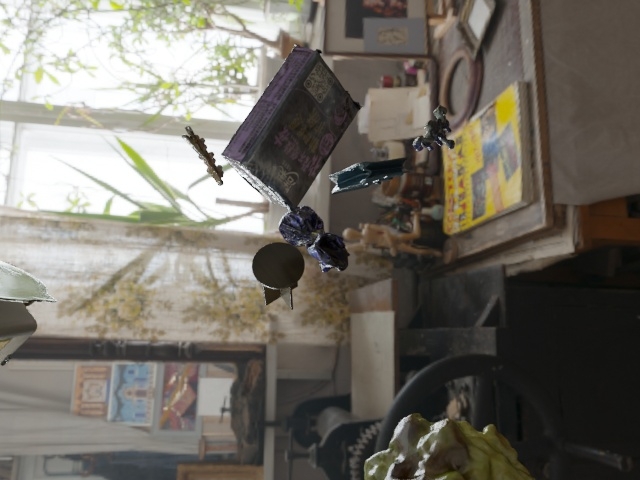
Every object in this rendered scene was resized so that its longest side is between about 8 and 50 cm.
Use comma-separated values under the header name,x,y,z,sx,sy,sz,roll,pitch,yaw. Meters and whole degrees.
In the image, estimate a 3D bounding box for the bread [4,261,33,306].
name,x,y,z,sx,sy,sz,roll,pitch,yaw
bread,-0.759,0.106,1.448,0.044,0.126,0.129,-42,12,10

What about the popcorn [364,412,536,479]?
name,x,y,z,sx,sy,sz,roll,pitch,yaw
popcorn,0.239,0.451,0.975,0.312,0.312,0.312,-177,90,-78

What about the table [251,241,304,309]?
name,x,y,z,sx,sy,sz,roll,pitch,yaw
table,-0.133,0.134,1.914,0.226,0.167,0.167,91,176,-59

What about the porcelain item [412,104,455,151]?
name,x,y,z,sx,sy,sz,roll,pitch,yaw
porcelain item,0.239,-0.208,1.156,0.136,0.075,0.021,-55,9,-34

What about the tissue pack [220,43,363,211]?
name,x,y,z,sx,sy,sz,roll,pitch,yaw
tissue pack,-0.068,-0.286,1.516,0.122,0.259,0.361,25,79,40

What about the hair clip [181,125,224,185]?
name,x,y,z,sx,sy,sz,roll,pitch,yaw
hair clip,-0.343,-0.253,1.723,0.214,0.062,0.056,56,-136,-42

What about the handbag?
name,x,y,z,sx,sy,sz,roll,pitch,yaw
handbag,0.148,-0.199,1.767,0.229,0.179,0.062,-12,90,62

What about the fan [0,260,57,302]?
name,x,y,z,sx,sy,sz,roll,pitch,yaw
fan,-0.577,0.032,0.907,0.011,0.335,0.229,-64,11,0

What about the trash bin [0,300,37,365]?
name,x,y,z,sx,sy,sz,roll,pitch,yaw
trash bin,-0.811,0.167,1.194,0.256,0.296,0.368,-44,-10,6

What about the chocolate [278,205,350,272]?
name,x,y,z,sx,sy,sz,roll,pitch,yaw
chocolate,0.000,0.004,1.632,0.126,0.148,0.343,-49,31,-2
